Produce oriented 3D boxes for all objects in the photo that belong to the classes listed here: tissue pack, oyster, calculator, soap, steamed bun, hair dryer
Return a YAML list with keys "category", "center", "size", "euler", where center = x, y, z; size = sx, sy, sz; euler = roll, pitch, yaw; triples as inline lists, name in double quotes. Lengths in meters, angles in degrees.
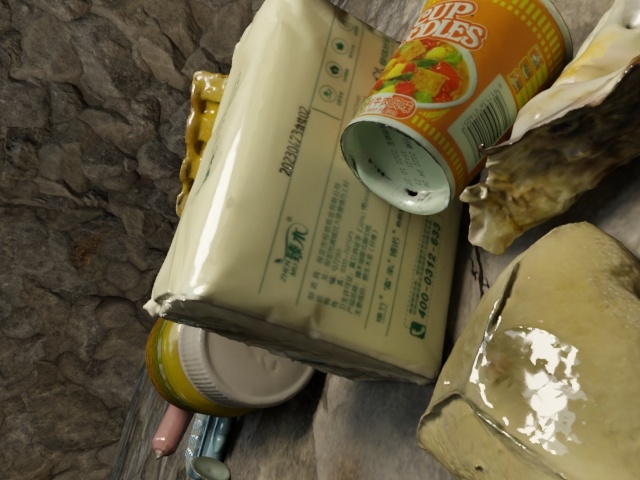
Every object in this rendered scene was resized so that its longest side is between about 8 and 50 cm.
- category: "tissue pack"
  center: [0.003, -0.052, 0.637]
  size: [0.207, 0.297, 0.380]
  euler: [-28, 43, 60]
- category: "oyster"
  center: [0.223, -0.124, 0.387]
  size: [0.275, 0.100, 0.271]
  euler: [-47, -14, -15]
- category: "calculator"
  center: [-0.236, 0.409, 1.170]
  size: [0.303, 0.042, 0.188]
  euler: [-35, 37, 59]
- category: "soap"
  center: [-0.105, -0.168, 1.140]
  size: [0.169, 0.339, 0.304]
  euler: [-74, -6, -75]
- category: "steamed bun"
  center: [0.148, 0.104, 0.363]
  size: [0.231, 0.110, 0.212]
  euler: [-67, 19, 12]
- category: "hair dryer"
  center: [-0.274, 0.303, 1.170]
  size: [0.210, 0.125, 0.352]
  euler: [-47, 14, 44]

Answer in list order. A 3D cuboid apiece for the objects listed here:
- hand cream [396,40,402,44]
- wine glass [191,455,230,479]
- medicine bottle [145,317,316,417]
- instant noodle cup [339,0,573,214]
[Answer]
- category: "hand cream"
  center: [0.110, -0.324, 1.032]
  size: [0.086, 0.055, 0.235]
  euler: [-65, 11, 1]
- category: "wine glass"
  center: [-0.240, 0.506, 1.018]
  size: [0.195, 0.079, 0.079]
  euler: [-66, 19, 6]
- category: "medicine bottle"
  center: [-0.160, 0.183, 0.932]
  size: [0.384, 0.224, 0.224]
  euler: [-28, 43, 60]
- category: "instant noodle cup"
  center: [0.117, -0.126, 0.516]
  size: [0.185, 0.168, 0.168]
  euler: [-51, 13, -20]
